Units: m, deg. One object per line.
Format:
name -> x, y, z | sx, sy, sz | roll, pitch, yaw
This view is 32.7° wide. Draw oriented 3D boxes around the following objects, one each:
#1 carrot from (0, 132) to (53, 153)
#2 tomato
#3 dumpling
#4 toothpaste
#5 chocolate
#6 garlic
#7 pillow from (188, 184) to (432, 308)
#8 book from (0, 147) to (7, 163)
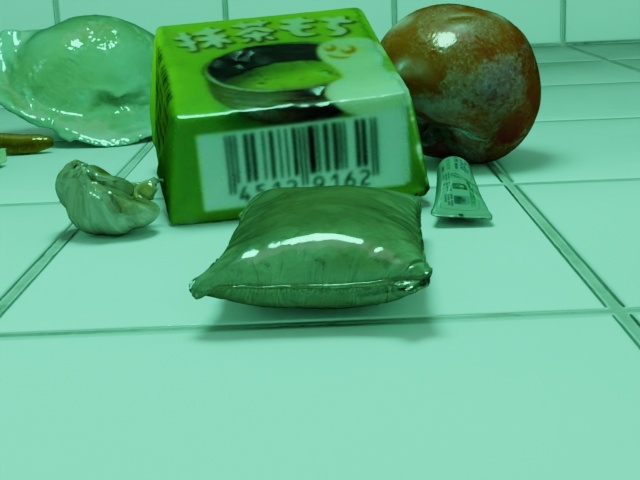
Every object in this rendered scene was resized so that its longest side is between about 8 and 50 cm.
carrot -> -0.538, -0.148, 1.687 | 0.248, 0.043, 0.043 | -1, 14, -5
tomato -> 0.186, -0.213, 1.445 | 0.232, 0.188, 0.232 | 22, -19, 8
dumpling -> -0.384, -0.275, 1.825 | 0.321, 0.211, 0.270 | -13, 17, 0
toothpaste -> 0.153, -0.056, 1.222 | 0.064, 0.041, 0.218 | 4, 18, 3
chocolate -> -0.050, -0.158, 1.286 | 0.301, 0.137, 0.288 | -6, 35, -10
garlic -> -0.227, -0.042, 1.148 | 0.113, 0.074, 0.094 | 9, -3, 19
pillow -> 0.000, 0.000, 0.945 | 0.185, 0.074, 0.302 | -3, 13, 4
book -> -0.662, -0.093, 1.507 | 0.380, 0.031, 0.264 | 0, 15, 8
